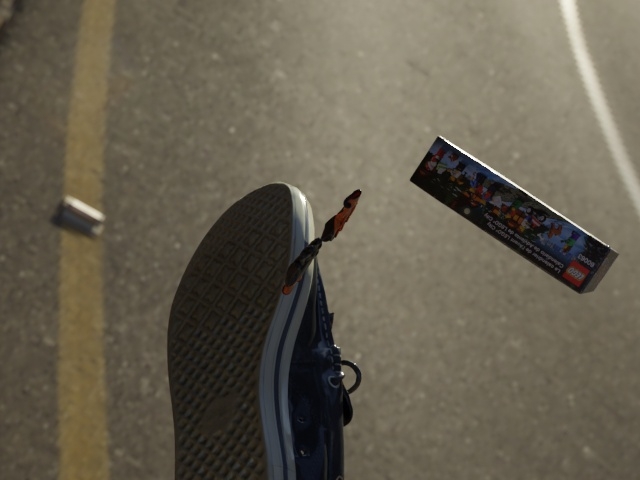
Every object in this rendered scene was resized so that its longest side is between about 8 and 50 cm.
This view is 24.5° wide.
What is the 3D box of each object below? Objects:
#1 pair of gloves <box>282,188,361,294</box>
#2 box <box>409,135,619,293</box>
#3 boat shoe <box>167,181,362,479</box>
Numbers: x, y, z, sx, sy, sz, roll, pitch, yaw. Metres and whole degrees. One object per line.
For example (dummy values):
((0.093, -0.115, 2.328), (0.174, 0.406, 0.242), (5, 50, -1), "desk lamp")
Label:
((0.000, 0.000, 1.088), (0.010, 0.083, 0.074), (39, -23, 6), "pair of gloves")
((0.168, -0.017, 1.229), (0.159, 0.044, 0.233), (35, 6, 12), "box")
((-0.058, 0.159, 1.601), (0.156, 0.187, 0.500), (39, 38, -42), "boat shoe")
